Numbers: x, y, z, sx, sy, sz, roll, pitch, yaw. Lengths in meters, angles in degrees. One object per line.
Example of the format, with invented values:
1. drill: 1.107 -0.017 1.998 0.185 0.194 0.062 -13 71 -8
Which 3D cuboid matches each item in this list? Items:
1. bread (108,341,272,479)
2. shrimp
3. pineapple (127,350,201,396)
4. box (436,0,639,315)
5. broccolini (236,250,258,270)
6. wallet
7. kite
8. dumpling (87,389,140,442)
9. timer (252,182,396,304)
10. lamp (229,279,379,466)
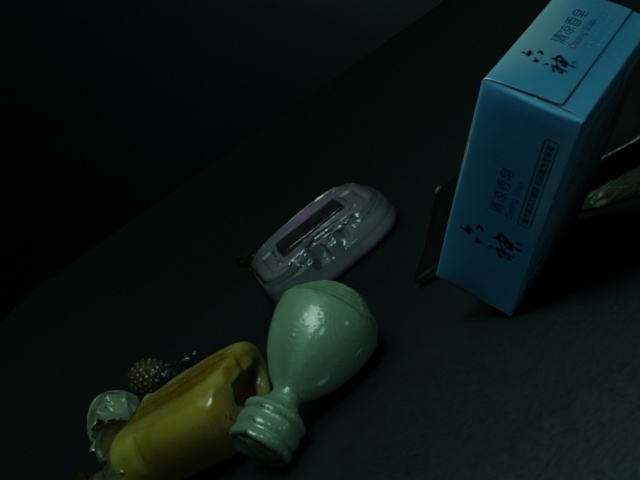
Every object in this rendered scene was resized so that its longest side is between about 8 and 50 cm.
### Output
1. bread: -0.125 0.186 0.884 0.173 0.085 0.134 -32 12 27
2. shrimp: -0.260 0.275 1.036 0.133 0.053 0.236 -62 24 -10
3. pineapple: -0.209 0.178 1.164 0.124 0.058 0.058 -23 21 43
4. box: 0.176 -0.065 0.699 0.142 0.083 0.232 -49 -22 -33
5. broccolini: -0.121 0.038 1.451 0.140 0.030 0.035 169 114 -69
6. wallet: 0.241 -0.091 0.945 0.323 0.041 0.247 -34 14 27
7. kite: 0.326 -0.074 0.754 0.127 0.016 0.229 -46 13 -18
8. dumpling: -0.285 0.234 1.167 0.077 0.059 0.043 -37 23 -1
9. timer: 0.000 0.000 1.188 0.208 0.069 0.191 -38 17 -6
10. lamp: -0.017 0.120 0.818 0.106 0.106 0.193 -18 34 53
